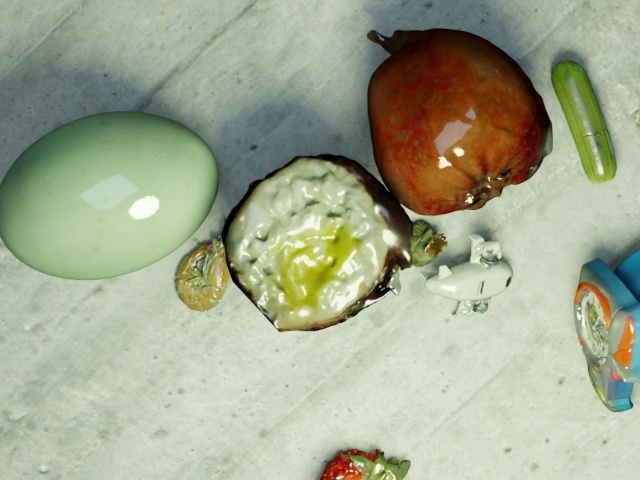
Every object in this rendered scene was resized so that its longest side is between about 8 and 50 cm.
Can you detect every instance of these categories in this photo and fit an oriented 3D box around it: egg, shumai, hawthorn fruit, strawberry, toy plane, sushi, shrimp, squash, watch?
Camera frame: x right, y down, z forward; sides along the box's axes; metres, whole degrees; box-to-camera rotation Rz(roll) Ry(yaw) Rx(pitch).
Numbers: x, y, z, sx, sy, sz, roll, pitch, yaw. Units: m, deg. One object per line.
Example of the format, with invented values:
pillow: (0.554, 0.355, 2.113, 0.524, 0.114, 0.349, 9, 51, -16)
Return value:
egg: (-0.362, -0.077, 1.726, 0.389, 0.276, 0.276, -16, 93, 2)
shumai: (0.183, 0.010, 1.811, 0.082, 0.080, 0.083, 19, 96, 2)
hawthorn fruit: (0.222, -0.202, 1.710, 0.308, 0.325, 0.308, -8, 137, -7)
strawberry: (0.060, 0.482, 1.839, 0.174, 0.098, 0.228, 20, 106, -15)
toy plane: (0.264, 0.067, 1.800, 0.174, 0.080, 0.174, -13, 125, -19)
sushi: (0.000, -0.001, 1.711, 0.299, 0.294, 0.281, -20, 89, 2)
shrimp: (-0.205, 0.043, 1.853, 0.099, 0.041, 0.180, 24, 95, 15)
squash: (0.470, -0.213, 1.799, 0.066, 0.066, 0.229, -20, 93, 3)
watch: (0.595, 0.168, 1.746, 0.274, 0.241, 0.305, -13, 122, -4)
